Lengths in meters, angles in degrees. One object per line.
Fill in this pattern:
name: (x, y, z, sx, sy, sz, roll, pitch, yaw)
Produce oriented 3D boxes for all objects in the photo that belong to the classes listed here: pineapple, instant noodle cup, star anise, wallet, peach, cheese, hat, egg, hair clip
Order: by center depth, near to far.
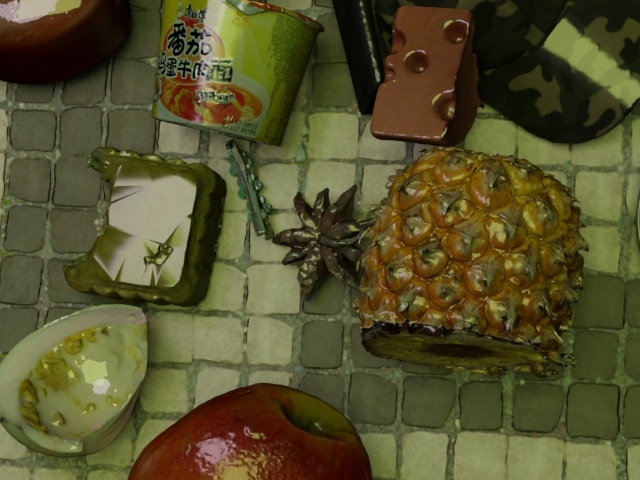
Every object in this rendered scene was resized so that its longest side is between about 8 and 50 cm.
pineapple: (0.218, 0.036, 1.719, 0.352, 0.352, 0.300, 12, 74, 8)
peach: (-0.105, 0.383, 1.723, 0.373, 0.372, 0.290, -43, 47, 0)
cheese: (0.155, -0.208, 1.750, 0.128, 0.203, 0.177, 9, 48, 18)
hat: (0.307, -0.332, 1.791, 0.382, 0.257, 0.366, 39, 101, 26)
instant noodle cup: (-0.141, -0.261, 1.843, 0.264, 0.264, 0.200, 14, 94, 9)
egg: (-0.372, 0.233, 1.843, 0.206, 0.161, 0.271, 15, 47, 39)
star anise: (0.000, 0.000, 1.857, 0.182, 0.065, 0.195, 16, 94, 34)
wallet: (0.054, -0.364, 1.863, 0.044, 0.170, 0.321, -11, 81, -10)
hair clip: (-0.114, -0.079, 1.909, 0.049, 0.049, 0.172, -21, 76, 4)

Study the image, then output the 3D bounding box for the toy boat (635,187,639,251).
toy boat: (0.523, -0.086, 1.808, 0.078, 0.085, 0.260, 11, 84, 8)

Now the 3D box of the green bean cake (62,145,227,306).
green bean cake: (-0.280, -0.021, 1.880, 0.233, 0.124, 0.236, 9, 84, 8)

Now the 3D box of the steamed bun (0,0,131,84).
steamed bun: (-0.502, -0.386, 1.897, 0.379, 0.235, 0.248, 23, 83, 9)
